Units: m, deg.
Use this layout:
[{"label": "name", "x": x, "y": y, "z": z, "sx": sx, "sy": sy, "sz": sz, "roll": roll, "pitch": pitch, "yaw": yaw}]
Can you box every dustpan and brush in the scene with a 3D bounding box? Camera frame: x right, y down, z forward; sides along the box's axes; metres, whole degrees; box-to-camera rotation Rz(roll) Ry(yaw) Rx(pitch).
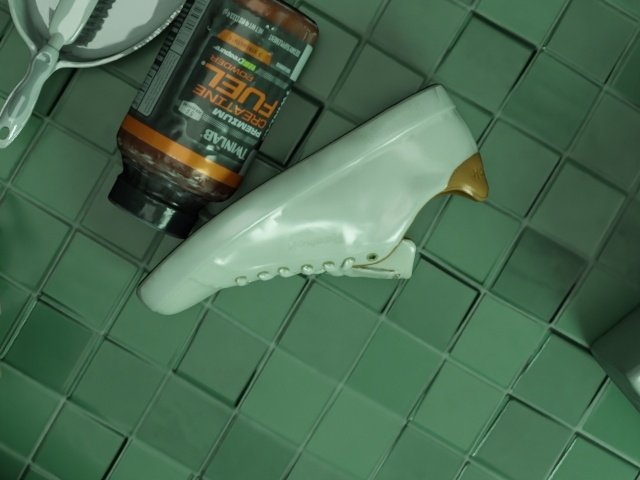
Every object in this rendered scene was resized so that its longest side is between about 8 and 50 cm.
[{"label": "dustpan and brush", "x": -0.199, "y": -0.166, "z": 1.145, "sx": 0.147, "sy": 0.060, "sz": 0.211, "roll": 28, "pitch": 93, "yaw": -2}]

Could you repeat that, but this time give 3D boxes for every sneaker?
[{"label": "sneaker", "x": 0.000, "y": 0.000, "z": 1.134, "sx": 0.290, "sy": 0.106, "sz": 0.123, "roll": -31, "pitch": 91, "yaw": 1}]

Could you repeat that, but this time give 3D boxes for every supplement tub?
[{"label": "supplement tub", "x": -0.088, "y": -0.102, "z": 1.128, "sx": 0.106, "sy": 0.106, "sz": 0.198, "roll": 28, "pitch": 94, "yaw": -2}]

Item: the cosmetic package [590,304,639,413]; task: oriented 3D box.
[{"label": "cosmetic package", "x": 0.445, "y": 0.193, "z": 1.121, "sx": 0.230, "sy": 0.161, "sz": 0.453, "roll": -41, "pitch": 94, "yaw": 3}]
